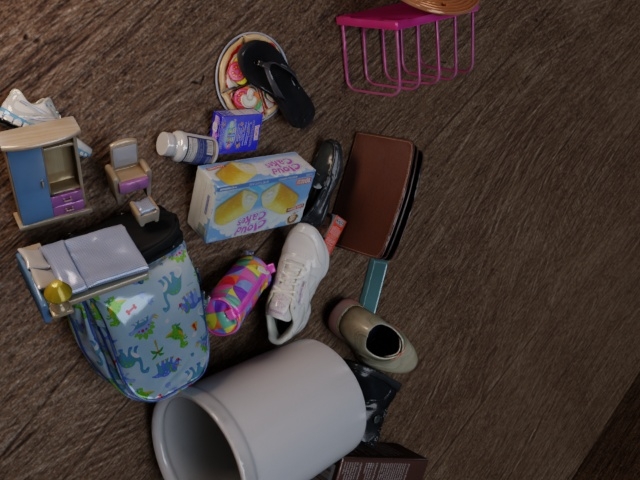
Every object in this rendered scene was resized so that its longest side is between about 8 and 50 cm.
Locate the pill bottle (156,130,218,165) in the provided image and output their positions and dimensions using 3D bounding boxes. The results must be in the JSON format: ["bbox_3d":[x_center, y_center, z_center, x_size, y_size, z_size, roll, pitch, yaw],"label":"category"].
[{"bbox_3d":[-0.281,-0.195,1.605,0.120,0.067,0.067,5,99,-42],"label":"pill bottle"}]

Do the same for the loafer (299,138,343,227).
[{"bbox_3d":[-0.005,-0.140,1.859,0.078,0.076,0.223,8,100,-50],"label":"loafer"}]

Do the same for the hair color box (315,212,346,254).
[{"bbox_3d":[0.000,0.000,1.907,0.043,0.072,0.141,35,78,-42],"label":"hair color box"}]

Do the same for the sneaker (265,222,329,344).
[{"bbox_3d":[-0.060,0.110,1.804,0.152,0.114,0.304,-43,146,-67],"label":"sneaker"}]

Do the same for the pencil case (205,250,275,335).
[{"bbox_3d":[-0.184,0.116,1.695,0.236,0.105,0.104,-58,142,-59],"label":"pencil case"}]

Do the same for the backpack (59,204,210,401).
[{"bbox_3d":[-0.365,0.152,1.535,0.290,0.273,0.355,-26,133,-40],"label":"backpack"}]

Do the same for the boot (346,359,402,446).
[{"bbox_3d":[0.120,0.461,2.129,0.246,0.094,0.207,36,74,-48],"label":"boot"}]

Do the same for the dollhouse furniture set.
[{"bbox_3d":[-0.392,-0.050,1.330,0.287,0.303,0.198,-19,141,-25],"label":"dollhouse furniture set"}]

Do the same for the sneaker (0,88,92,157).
[{"bbox_3d":[-0.498,-0.217,1.410,0.191,0.071,0.082,30,73,-44],"label":"sneaker"}]

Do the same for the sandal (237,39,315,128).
[{"bbox_3d":[-0.085,-0.351,1.696,0.254,0.055,0.097,42,75,-40],"label":"sandal"}]

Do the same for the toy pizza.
[{"bbox_3d":[-0.144,-0.362,1.701,0.201,0.032,0.201,-13,111,-39],"label":"toy pizza"}]

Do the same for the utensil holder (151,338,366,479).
[{"bbox_3d":[-0.130,0.426,1.732,0.386,0.328,0.327,-18,114,-42],"label":"utensil holder"}]

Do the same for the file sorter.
[{"bbox_3d":[0.218,-0.477,1.878,0.291,0.202,0.182,-23,120,-35],"label":"file sorter"}]

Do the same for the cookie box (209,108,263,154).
[{"bbox_3d":[-0.187,-0.241,1.678,0.107,0.040,0.091,-11,128,-38],"label":"cookie box"}]

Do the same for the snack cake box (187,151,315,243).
[{"bbox_3d":[-0.153,-0.099,1.698,0.265,0.089,0.152,-15,135,-38],"label":"snack cake box"}]

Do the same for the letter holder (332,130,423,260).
[{"bbox_3d":[0.170,-0.103,1.930,0.152,0.214,0.301,15,92,-43],"label":"letter holder"}]

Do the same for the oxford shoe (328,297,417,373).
[{"bbox_3d":[0.173,0.295,2.080,0.397,0.147,0.140,35,86,-46],"label":"oxford shoe"}]

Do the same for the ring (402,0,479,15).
[{"bbox_3d":[0.231,-0.649,1.811,0.337,0.336,0.032,-21,158,-36],"label":"ring"}]

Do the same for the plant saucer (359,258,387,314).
[{"bbox_3d":[0.142,0.144,2.112,0.067,0.018,0.191,11,94,-43],"label":"plant saucer"}]

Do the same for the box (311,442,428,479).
[{"bbox_3d":[0.121,0.682,2.168,0.382,0.143,0.191,18,90,-41],"label":"box"}]
